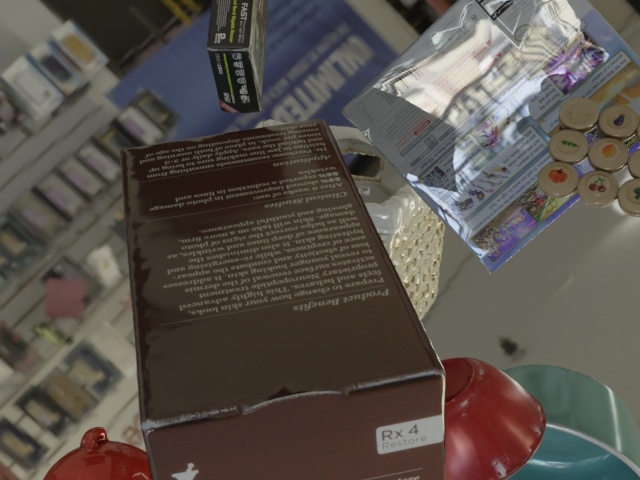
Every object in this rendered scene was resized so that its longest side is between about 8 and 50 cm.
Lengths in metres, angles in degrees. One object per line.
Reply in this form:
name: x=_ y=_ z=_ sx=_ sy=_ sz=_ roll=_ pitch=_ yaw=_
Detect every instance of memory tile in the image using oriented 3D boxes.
memory tile: x=0.279 y=-0.073 z=1.044 sx=0.012 sy=0.148 sz=0.113 roll=73 pitch=37 yaw=-57

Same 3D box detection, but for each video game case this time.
video game case: x=0.203 y=-0.143 z=1.243 sx=0.269 sy=0.244 sz=0.061 roll=-42 pitch=-175 yaw=14

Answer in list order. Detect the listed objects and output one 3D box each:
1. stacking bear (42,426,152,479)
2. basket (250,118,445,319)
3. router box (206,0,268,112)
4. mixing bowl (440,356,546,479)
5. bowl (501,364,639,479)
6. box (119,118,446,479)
stacking bear: x=-0.164 y=0.290 z=1.042 sx=0.164 sy=0.289 sz=0.175 roll=4 pitch=-133 yaw=19
basket: x=0.000 y=0.000 z=1.682 sx=0.331 sy=0.329 sz=0.266 roll=-42 pitch=138 yaw=-62
router box: x=-0.072 y=-0.188 z=1.025 sx=0.092 sy=0.038 sz=0.122 roll=84 pitch=7 yaw=-60
mixing bowl: x=0.159 y=0.201 z=1.342 sx=0.181 sy=0.098 sz=0.181 roll=-26 pitch=-156 yaw=12
bowl: x=0.292 y=0.279 z=1.506 sx=0.311 sy=0.312 sz=0.163 roll=-40 pitch=-162 yaw=42
box: x=-0.044 y=0.054 z=0.881 sx=0.191 sy=0.143 sz=0.381 roll=-9 pitch=-150 yaw=-6
